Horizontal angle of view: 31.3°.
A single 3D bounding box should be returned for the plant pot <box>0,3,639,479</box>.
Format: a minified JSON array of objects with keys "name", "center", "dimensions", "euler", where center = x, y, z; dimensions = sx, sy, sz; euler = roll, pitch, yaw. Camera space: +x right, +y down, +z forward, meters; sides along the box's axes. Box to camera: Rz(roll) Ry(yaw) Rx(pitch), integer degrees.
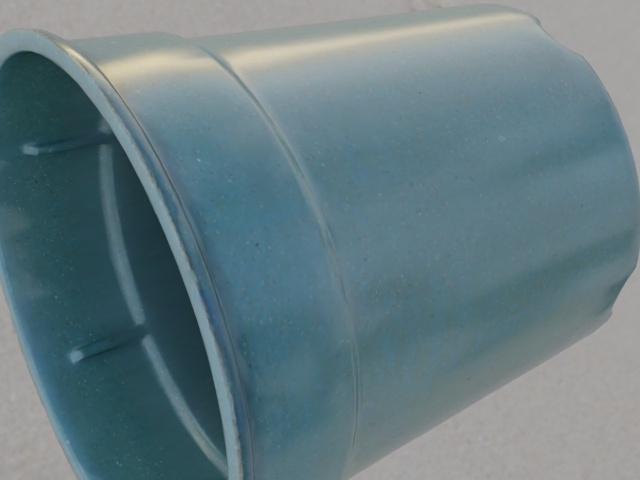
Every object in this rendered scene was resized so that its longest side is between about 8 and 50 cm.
[{"name":"plant pot","center":[0.000,0.000,0.740],"dimensions":[0.334,0.341,0.341],"euler":[-20,65,-30]}]
